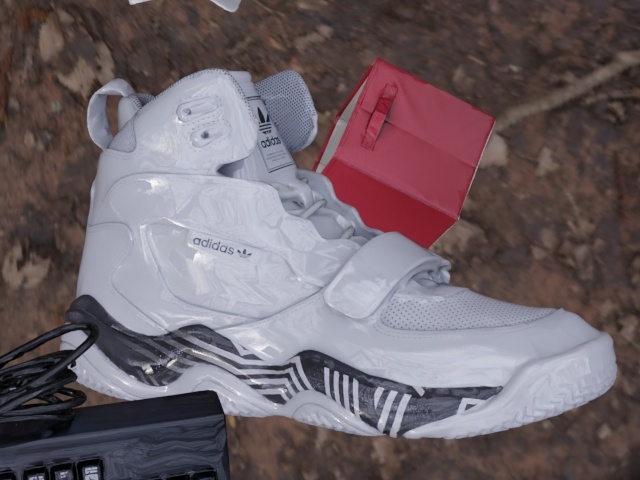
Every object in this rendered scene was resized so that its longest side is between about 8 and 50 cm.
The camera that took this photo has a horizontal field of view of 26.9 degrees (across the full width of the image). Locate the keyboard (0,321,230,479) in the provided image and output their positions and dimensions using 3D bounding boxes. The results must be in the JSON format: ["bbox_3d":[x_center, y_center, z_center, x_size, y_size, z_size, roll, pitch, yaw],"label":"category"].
[{"bbox_3d":[-0.117,0.082,0.370,0.192,0.038,0.100,-8,101,-15],"label":"keyboard"}]

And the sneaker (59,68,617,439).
[{"bbox_3d":[0.000,0.000,0.828,0.365,0.137,0.210,3,98,23],"label":"sneaker"}]

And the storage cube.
[{"bbox_3d":[0.104,-0.107,1.893,0.193,0.215,0.184,26,62,-6],"label":"storage cube"}]

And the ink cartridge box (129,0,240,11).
[{"bbox_3d":[-0.082,-0.215,0.821,0.089,0.092,0.143,-8,117,14],"label":"ink cartridge box"}]
